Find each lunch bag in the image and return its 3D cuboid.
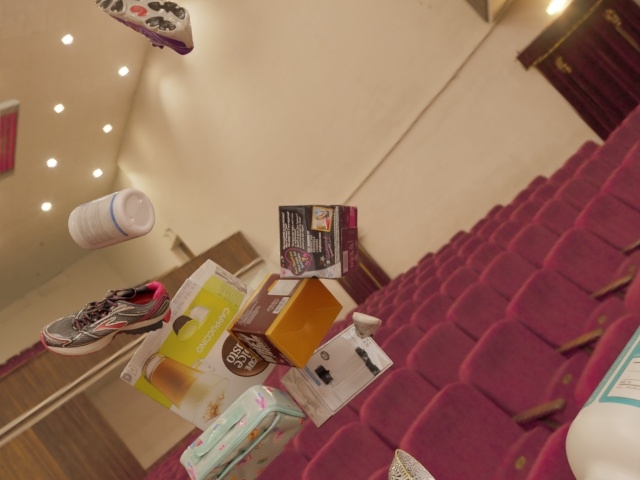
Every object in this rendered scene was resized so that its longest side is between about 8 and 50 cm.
[{"bbox_3d":[-0.181,0.473,1.364,0.279,0.108,0.224,-47,-32,0],"label":"lunch bag"}]

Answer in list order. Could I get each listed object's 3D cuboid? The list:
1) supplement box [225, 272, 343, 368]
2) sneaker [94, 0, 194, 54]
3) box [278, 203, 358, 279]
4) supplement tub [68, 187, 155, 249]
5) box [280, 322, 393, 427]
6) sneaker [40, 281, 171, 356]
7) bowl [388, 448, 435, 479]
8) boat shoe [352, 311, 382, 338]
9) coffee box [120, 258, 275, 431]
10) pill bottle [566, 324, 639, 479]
[{"bbox_3d":[-0.089,0.192,1.428,0.194,0.129,0.191,-5,42,51],"label":"supplement box"},{"bbox_3d":[-0.247,-0.306,0.814,0.068,0.170,0.071,-48,-21,-19],"label":"sneaker"},{"bbox_3d":[0.000,0.000,1.325,0.142,0.163,0.247,0,2,13],"label":"box"},{"bbox_3d":[-0.297,-0.030,0.827,0.107,0.071,0.071,-13,7,27],"label":"supplement tub"},{"bbox_3d":[0.051,0.363,1.611,0.290,0.169,0.087,-25,-22,-46],"label":"box"},{"bbox_3d":[-0.508,0.174,1.378,0.299,0.121,0.112,-19,-39,-27],"label":"sneaker"},{"bbox_3d":[0.213,0.582,1.355,0.080,0.170,0.170,-48,-7,4],"label":"bowl"},{"bbox_3d":[0.119,0.230,1.543,0.184,0.066,0.063,44,-117,-76],"label":"boat shoe"},{"bbox_3d":[-0.311,0.303,1.702,0.337,0.334,0.338,-55,6,3],"label":"coffee box"},{"bbox_3d":[0.315,0.160,0.501,0.264,0.146,0.146,-40,-7,-26],"label":"pill bottle"}]
